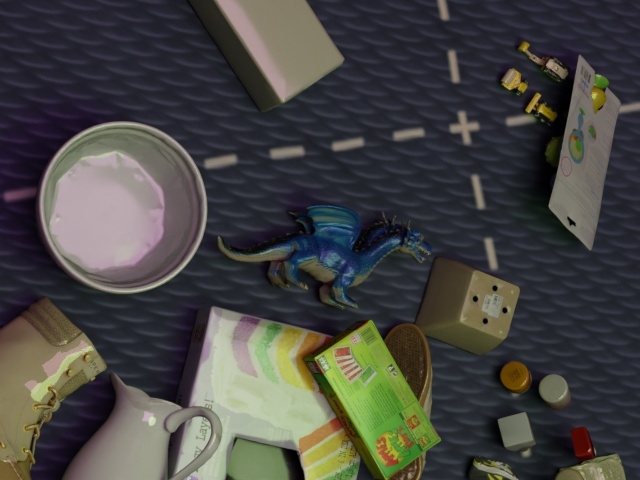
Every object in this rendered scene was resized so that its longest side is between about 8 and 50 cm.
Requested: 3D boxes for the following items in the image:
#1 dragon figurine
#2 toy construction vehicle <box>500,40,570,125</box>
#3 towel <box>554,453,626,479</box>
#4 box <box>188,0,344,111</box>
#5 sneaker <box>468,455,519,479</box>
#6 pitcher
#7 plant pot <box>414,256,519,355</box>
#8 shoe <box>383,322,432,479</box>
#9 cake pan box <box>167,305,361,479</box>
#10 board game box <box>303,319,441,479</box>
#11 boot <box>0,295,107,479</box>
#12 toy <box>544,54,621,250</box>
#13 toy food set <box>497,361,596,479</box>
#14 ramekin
[{"bbox_3d":[0.000,0.000,1.934,0.289,0.085,0.144,20,79,-19],"label":"dragon figurine"},{"bbox_3d":[0.301,-0.220,2.100,0.098,0.035,0.086,32,86,-14],"label":"toy construction vehicle"},{"bbox_3d":[0.387,0.377,2.089,0.110,0.027,0.148,-13,91,-21],"label":"towel"},{"bbox_3d":[-0.096,-0.309,1.914,0.113,0.094,0.275,-35,99,-20],"label":"box"},{"bbox_3d":[0.233,0.318,2.036,0.083,0.031,0.035,24,109,-28],"label":"sneaker"},{"bbox_3d":[-0.217,0.279,1.785,0.125,0.177,0.207,40,66,-51],"label":"pitcher"},{"bbox_3d":[0.204,0.086,2.002,0.109,0.096,0.109,21,79,-18],"label":"plant pot"},{"bbox_3d":[0.108,0.219,1.982,0.076,0.058,0.219,2,80,9],"label":"shoe"},{"bbox_3d":[-0.065,0.237,1.902,0.245,0.070,0.267,17,80,-17],"label":"cake pan box"},{"bbox_3d":[0.066,0.201,1.897,0.092,0.043,0.181,-33,98,-20],"label":"board game box"},{"bbox_3d":[-0.329,0.207,1.757,0.203,0.095,0.262,-31,70,-23],"label":"boot"},{"bbox_3d":[0.351,-0.121,2.086,0.137,0.056,0.237,38,62,-45],"label":"toy"},{"bbox_3d":[0.312,0.279,2.035,0.111,0.104,0.232,-17,68,10],"label":"toy food set"},{"bbox_3d":[-0.251,-0.036,1.826,0.207,0.109,0.207,2,85,-21],"label":"ramekin"}]
